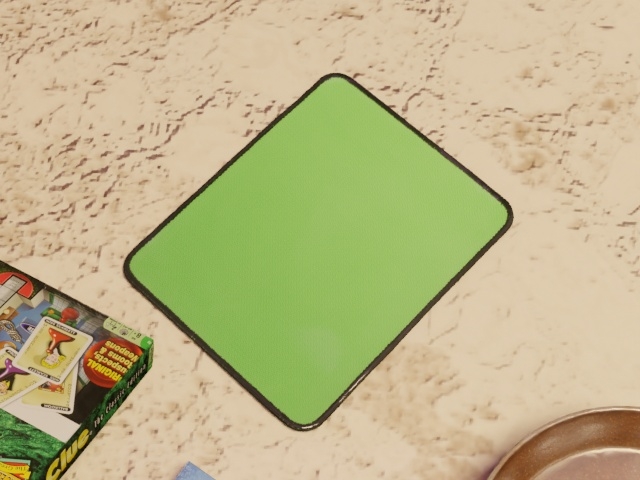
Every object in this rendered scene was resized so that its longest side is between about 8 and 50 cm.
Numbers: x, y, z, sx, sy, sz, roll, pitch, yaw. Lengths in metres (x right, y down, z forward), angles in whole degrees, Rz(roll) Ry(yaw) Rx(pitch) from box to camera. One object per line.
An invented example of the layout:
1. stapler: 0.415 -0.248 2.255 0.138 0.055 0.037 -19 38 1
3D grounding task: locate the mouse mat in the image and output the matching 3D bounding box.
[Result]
1. mouse mat: 0.000 0.000 0.731 0.152 0.007 0.189 41 71 16

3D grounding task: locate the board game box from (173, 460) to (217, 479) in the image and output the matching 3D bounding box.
1. board game box: -0.058 0.175 0.643 0.090 0.020 0.090 31 69 14

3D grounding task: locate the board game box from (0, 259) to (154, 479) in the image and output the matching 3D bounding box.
1. board game box: -0.234 0.045 0.672 0.259 0.030 0.136 25 46 11

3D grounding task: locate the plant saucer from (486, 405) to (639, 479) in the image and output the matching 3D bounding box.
1. plant saucer: 0.153 0.166 0.618 0.168 0.029 0.168 0 65 0
